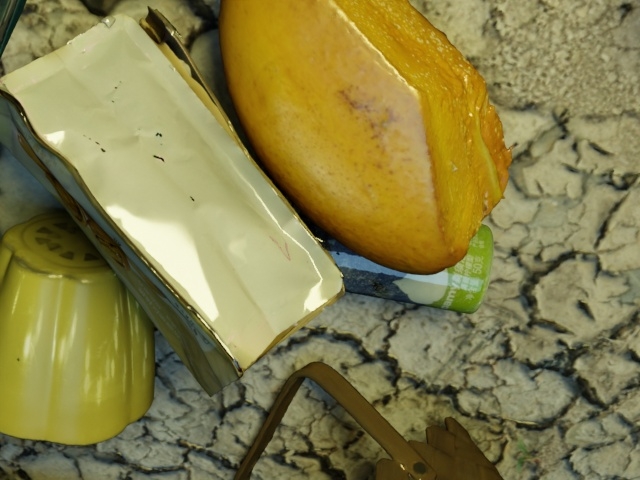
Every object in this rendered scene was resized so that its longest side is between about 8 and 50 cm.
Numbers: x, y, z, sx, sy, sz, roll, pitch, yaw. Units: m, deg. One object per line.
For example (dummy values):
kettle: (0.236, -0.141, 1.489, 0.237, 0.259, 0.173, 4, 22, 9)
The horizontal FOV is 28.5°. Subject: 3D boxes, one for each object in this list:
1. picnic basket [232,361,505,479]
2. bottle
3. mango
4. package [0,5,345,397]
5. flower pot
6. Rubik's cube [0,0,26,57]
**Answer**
picnic basket: (0.049, 0.315, 1.400, 0.321, 0.291, 0.254, 42, 129, 21)
bottle: (0.000, 0.000, 1.239, 0.330, 0.093, 0.093, 10, 128, -6)
mango: (0.032, -0.119, 1.089, 0.199, 0.201, 0.350, -40, 112, 1)
package: (-0.124, -0.035, 1.101, 0.165, 0.221, 0.311, -39, 87, -15)
flower pot: (-0.254, 0.079, 1.257, 0.195, 0.195, 0.179, 8, 118, -6)
Rubik's cube: (-0.346, -0.270, 0.889, 0.313, 0.318, 0.316, 22, 125, -14)
